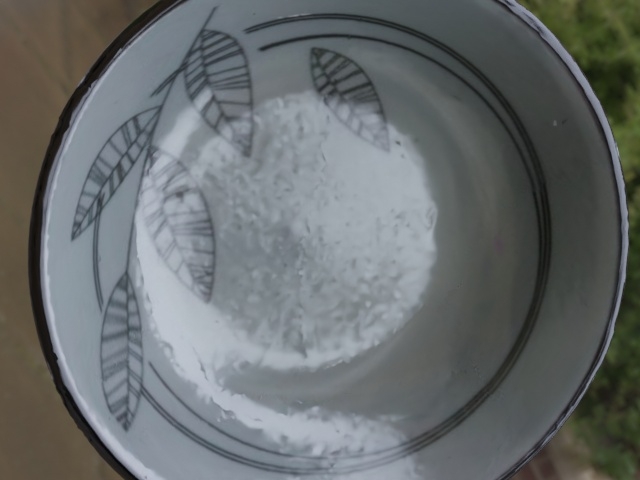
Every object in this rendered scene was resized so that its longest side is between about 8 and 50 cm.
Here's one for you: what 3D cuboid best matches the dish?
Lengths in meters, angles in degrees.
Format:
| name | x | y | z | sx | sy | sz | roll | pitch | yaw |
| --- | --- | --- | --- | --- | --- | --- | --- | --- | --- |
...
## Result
| name | x | y | z | sx | sy | sz | roll | pitch | yaw |
| --- | --- | --- | --- | --- | --- | --- | --- | --- | --- |
| dish | 0.000 | 0.000 | 0.899 | 0.316 | 0.316 | 0.106 | 59 | -3 | -18 |
